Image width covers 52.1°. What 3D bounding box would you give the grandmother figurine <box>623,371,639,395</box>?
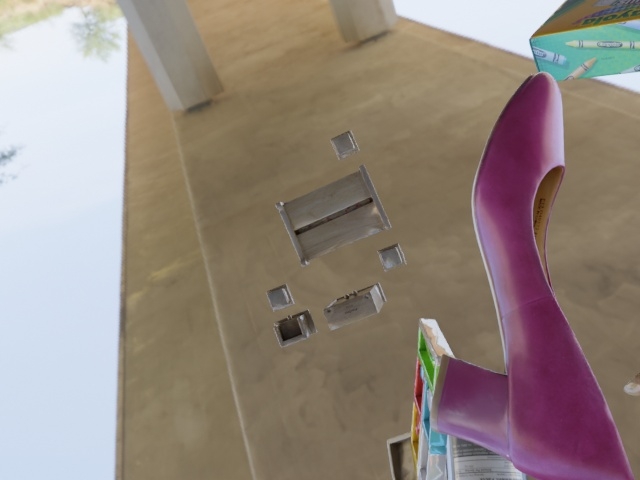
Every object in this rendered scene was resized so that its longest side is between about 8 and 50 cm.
[{"bbox_3d":[0.577,0.305,0.884,0.104,0.208,0.342,0,-141,-39],"label":"grandmother figurine"}]

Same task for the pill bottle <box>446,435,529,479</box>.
[{"bbox_3d":[0.332,0.450,1.313,0.161,0.161,0.283,-10,-117,20],"label":"pill bottle"}]

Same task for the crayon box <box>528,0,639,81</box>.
[{"bbox_3d":[0.471,-0.317,0.948,0.278,0.081,0.165,6,-137,48],"label":"crayon box"}]

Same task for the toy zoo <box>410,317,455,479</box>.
[{"bbox_3d":[0.183,0.300,1.099,0.030,0.293,0.192,2,-168,0],"label":"toy zoo"}]

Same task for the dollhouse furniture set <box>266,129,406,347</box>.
[{"bbox_3d":[0.000,0.000,1.375,0.303,0.356,0.174,-22,177,9],"label":"dollhouse furniture set"}]

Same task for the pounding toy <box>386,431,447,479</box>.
[{"bbox_3d":[0.224,0.506,1.461,0.130,0.100,0.141,-40,-130,49],"label":"pounding toy"}]

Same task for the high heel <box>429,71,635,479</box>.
[{"bbox_3d":[0.146,0.017,0.392,0.117,0.082,0.244,10,-101,32],"label":"high heel"}]
